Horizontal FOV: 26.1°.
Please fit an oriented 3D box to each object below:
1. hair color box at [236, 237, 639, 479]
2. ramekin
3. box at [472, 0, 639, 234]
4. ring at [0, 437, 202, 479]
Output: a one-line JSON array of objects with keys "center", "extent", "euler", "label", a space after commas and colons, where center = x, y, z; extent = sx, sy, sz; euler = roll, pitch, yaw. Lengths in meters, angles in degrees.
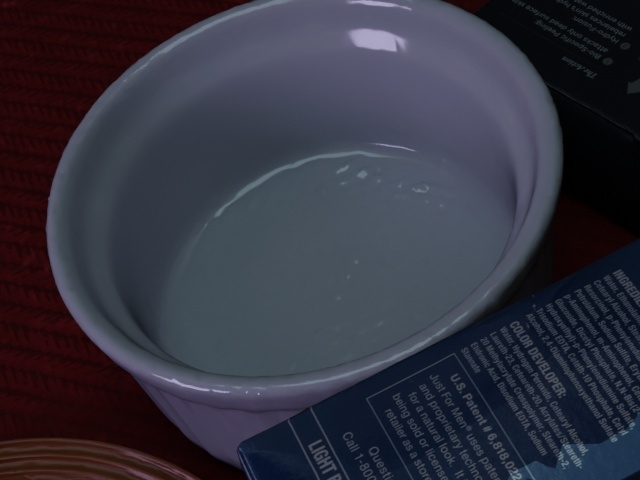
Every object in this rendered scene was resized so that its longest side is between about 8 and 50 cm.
[{"center": [0.154, 0.093, 0.636], "extent": [0.347, 0.174, 0.105], "euler": [-27, 52, -6], "label": "hair color box"}, {"center": [0.000, 0.000, 0.775], "extent": [0.277, 0.135, 0.277], "euler": [-7, 52, 9], "label": "ramekin"}, {"center": [0.191, -0.108, 0.832], "extent": [0.158, 0.093, 0.156], "euler": [-41, 54, -18], "label": "box"}, {"center": [-0.158, 0.244, 0.667], "extent": [0.337, 0.032, 0.336], "euler": [-2, 55, 3], "label": "ring"}]
